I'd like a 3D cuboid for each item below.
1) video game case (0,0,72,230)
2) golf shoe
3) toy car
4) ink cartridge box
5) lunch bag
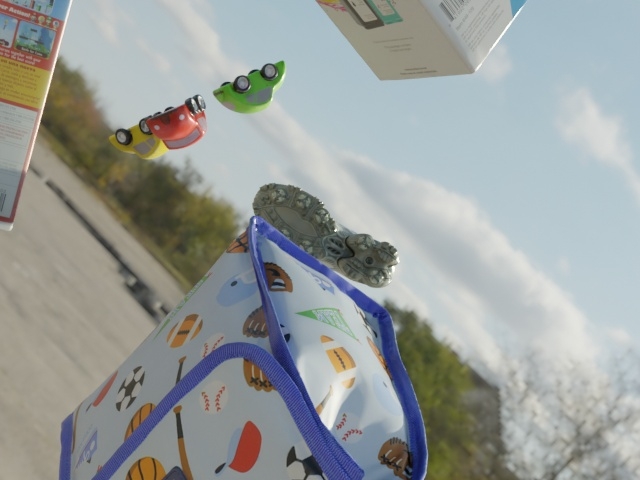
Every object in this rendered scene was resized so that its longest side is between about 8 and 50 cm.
[{"bbox_3d":[-0.333,-0.166,1.108,0.204,0.285,0.025,15,1,-38],"label":"video game case"},{"bbox_3d":[0.000,0.000,1.386,0.176,0.069,0.086,33,-8,-2],"label":"golf shoe"},{"bbox_3d":[-0.133,-0.161,1.550,0.053,0.225,0.239,66,-22,-8],"label":"toy car"},{"bbox_3d":[0.107,-0.368,1.574,0.270,0.198,0.197,48,-23,-27],"label":"ink cartridge box"},{"bbox_3d":[-0.081,0.214,1.147,0.239,0.328,0.385,34,20,-26],"label":"lunch bag"}]
